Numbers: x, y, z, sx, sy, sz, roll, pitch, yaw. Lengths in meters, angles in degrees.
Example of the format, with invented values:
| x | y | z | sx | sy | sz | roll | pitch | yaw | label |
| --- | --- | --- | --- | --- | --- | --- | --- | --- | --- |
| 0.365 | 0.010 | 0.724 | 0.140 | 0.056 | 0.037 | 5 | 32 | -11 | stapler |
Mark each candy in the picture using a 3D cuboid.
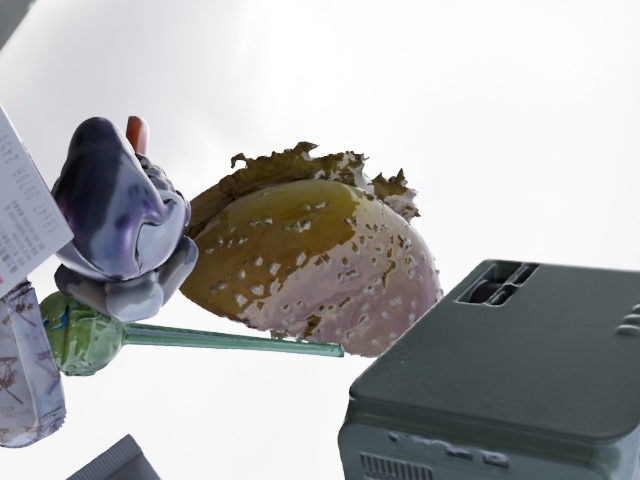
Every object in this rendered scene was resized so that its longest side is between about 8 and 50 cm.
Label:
| x | y | z | sx | sy | sz | roll | pitch | yaw | label |
| --- | --- | --- | --- | --- | --- | --- | --- | --- | --- |
| -0.134 | 0.104 | 1.136 | 0.093 | 0.336 | 0.092 | -100 | -157 | -50 | candy |

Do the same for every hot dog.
| x | y | z | sx | sy | sz | roll | pitch | yaw | label |
| --- | --- | --- | --- | --- | --- | --- | --- | --- | --- |
| -0.297 | 0.108 | 1.001 | 0.108 | 0.191 | 0.059 | -7 | -158 | 6 | hot dog |

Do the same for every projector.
| x | y | z | sx | sy | sz | roll | pitch | yaw | label |
| --- | --- | --- | --- | --- | --- | --- | --- | --- | --- |
| 0.158 | 0.108 | 0.741 | 0.198 | 0.108 | 0.250 | 5 | -153 | 35 | projector |

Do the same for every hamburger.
| x | y | z | sx | sy | sz | roll | pitch | yaw | label |
| --- | --- | --- | --- | --- | --- | --- | --- | --- | --- |
| 0.000 | 0.000 | 1.591 | 0.268 | 0.446 | 0.287 | -127 | -127 | -65 | hamburger |

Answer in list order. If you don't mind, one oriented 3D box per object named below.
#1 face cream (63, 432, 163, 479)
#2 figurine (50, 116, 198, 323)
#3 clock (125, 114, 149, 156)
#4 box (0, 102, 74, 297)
| x | y | z | sx | sy | sz | roll | pitch | yaw | label |
| --- | --- | --- | --- | --- | --- | --- | --- | --- | --- |
| -0.215 | 0.469 | 1.401 | 0.235 | 0.420 | 0.137 | -35 | 160 | -27 | face cream |
| -0.193 | -0.008 | 0.993 | 0.145 | 0.222 | 0.145 | -1 | -128 | 2 | figurine |
| -0.276 | -0.075 | 1.520 | 0.205 | 0.051 | 0.205 | -173 | -90 | -80 | clock |
| -0.271 | -0.035 | 0.795 | 0.123 | 0.229 | 0.050 | -42 | -120 | -18 | box |
